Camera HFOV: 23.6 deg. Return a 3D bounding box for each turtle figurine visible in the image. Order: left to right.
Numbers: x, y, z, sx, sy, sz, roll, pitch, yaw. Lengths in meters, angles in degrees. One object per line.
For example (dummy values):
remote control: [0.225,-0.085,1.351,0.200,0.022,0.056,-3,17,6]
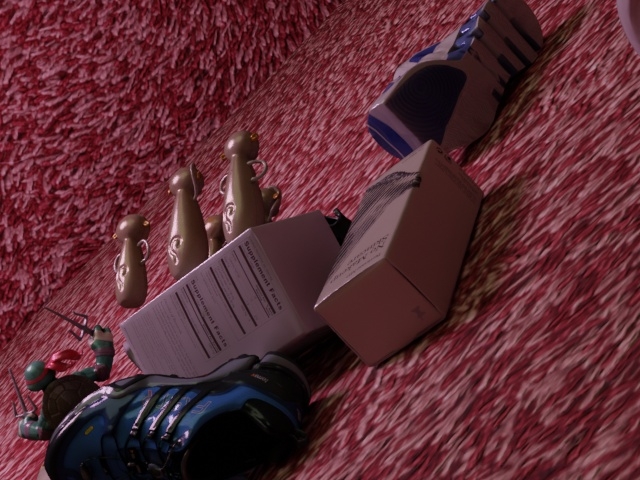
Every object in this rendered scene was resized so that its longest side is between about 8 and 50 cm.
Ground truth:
turtle figurine: [-0.305,0.206,1.906,0.175,0.234,0.118,-39,22,6]

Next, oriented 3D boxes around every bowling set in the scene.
bowling set: [-0.118,-0.004,1.943,0.287,0.200,0.154,-24,57,37]

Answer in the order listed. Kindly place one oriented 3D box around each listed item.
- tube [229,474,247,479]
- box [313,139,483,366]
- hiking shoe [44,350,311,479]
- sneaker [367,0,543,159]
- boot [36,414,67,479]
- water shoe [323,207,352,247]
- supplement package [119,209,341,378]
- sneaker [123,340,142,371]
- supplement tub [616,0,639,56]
tube: [-0.132,0.251,1.670,0.080,0.052,0.207,-45,18,-2]
box: [0.089,0.008,1.642,0.113,0.094,0.275,-37,14,28]
hiking shoe: [-0.159,0.204,1.595,0.304,0.113,0.132,-21,23,12]
sneaker: [0.158,-0.190,2.036,0.315,0.127,0.182,-45,7,-38]
boot: [-0.318,0.330,1.823,0.165,0.077,0.213,-76,5,-51]
water shoe: [0.000,0.000,1.973,0.073,0.080,0.203,-50,14,-26]
supplement package: [-0.087,0.087,1.754,0.244,0.134,0.139,-35,-11,35]
sneaker: [-0.156,0.108,2.016,0.180,0.124,0.321,-45,13,3]
supplement tub: [0.396,-0.266,1.344,0.191,0.191,0.272,-25,23,55]
